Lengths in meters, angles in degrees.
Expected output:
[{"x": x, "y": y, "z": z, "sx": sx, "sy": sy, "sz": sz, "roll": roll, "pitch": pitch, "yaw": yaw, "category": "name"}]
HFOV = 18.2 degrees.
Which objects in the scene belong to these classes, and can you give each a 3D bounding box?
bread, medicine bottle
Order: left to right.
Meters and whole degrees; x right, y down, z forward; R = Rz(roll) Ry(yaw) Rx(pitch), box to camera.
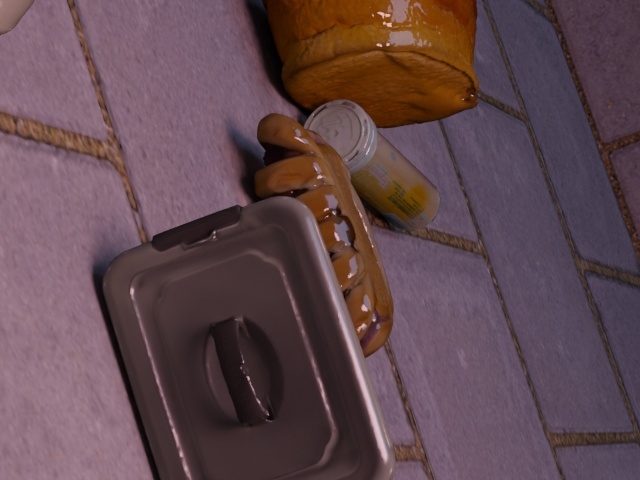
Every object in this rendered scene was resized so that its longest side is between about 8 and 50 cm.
[{"x": 0.000, "y": 0.000, "z": 1.760, "sx": 0.134, "sy": 0.081, "sz": 0.225, "roll": 22, "pitch": 47, "yaw": -73, "category": "bread"}, {"x": 0.055, "y": -0.071, "z": 2.019, "sx": 0.218, "sy": 0.074, "sz": 0.074, "roll": 38, "pitch": 35, "yaw": -61, "category": "medicine bottle"}, {"x": 0.054, "y": -0.204, "z": 1.971, "sx": 0.269, "sy": 0.195, "sz": 0.143, "roll": 24, "pitch": 56, "yaw": -61, "category": "bread"}]

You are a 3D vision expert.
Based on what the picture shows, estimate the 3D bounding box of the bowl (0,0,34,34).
[{"x": -0.224, "y": -0.221, "z": 1.204, "sx": 0.238, "sy": 0.126, "sz": 0.238, "roll": -6, "pitch": 90, "yaw": -84, "category": "bowl"}]

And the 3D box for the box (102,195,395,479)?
[{"x": -0.044, "y": 0.095, "z": 1.409, "sx": 0.130, "sy": 0.162, "sz": 0.227, "roll": 34, "pitch": 37, "yaw": -76, "category": "box"}]
